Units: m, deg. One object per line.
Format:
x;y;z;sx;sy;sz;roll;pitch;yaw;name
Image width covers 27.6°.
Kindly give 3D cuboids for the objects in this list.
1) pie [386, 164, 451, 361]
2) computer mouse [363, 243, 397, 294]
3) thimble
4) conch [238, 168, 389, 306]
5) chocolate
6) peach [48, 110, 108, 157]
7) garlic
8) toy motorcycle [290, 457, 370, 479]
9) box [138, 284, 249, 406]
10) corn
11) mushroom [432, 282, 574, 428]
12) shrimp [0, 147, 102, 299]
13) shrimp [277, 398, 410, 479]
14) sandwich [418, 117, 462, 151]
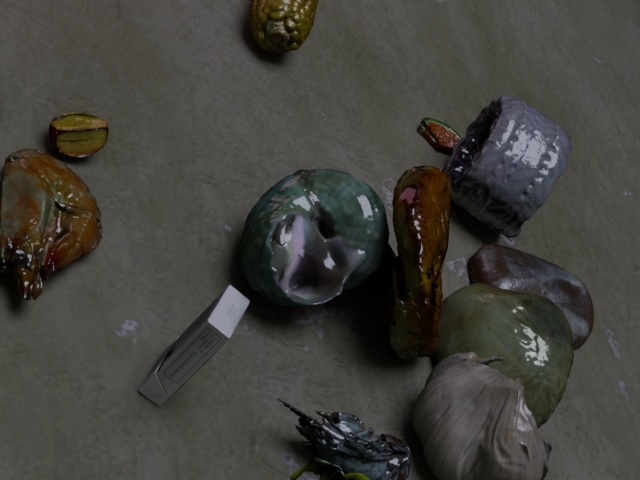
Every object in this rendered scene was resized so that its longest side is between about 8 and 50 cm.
0.143;0.039;1.923;0.085;0.308;0.308;5;36;6;pie
0.069;0.016;2.035;0.172;0.057;0.099;42;35;-2;computer mouse
0.330;-0.136;2.351;0.157;0.217;0.245;32;50;-8;thimble
0.000;0.000;1.882;0.277;0.195;0.220;21;42;-55;conch
0.378;0.082;2.258;0.254;0.080;0.157;24;36;-25;chocolate
-0.336;-0.143;1.804;0.077;0.050;0.083;18;23;6;peach
0.203;0.258;1.805;0.143;0.178;0.229;-16;37;-19;garlic
-0.024;0.351;1.471;0.342;0.142;0.206;4;47;-46;toy motorcycle
-0.153;0.128;1.582;0.040;0.154;0.084;39;33;-11;box
-0.062;-0.455;2.400;0.120;0.120;0.363;30;33;-18;corn
0.284;0.153;2.001;0.189;0.164;0.267;33;34;-14;mushroom
-0.345;-0.016;1.642;0.154;0.062;0.294;34;31;-23;shrimp
0.032;0.258;1.682;0.233;0.090;0.079;35;65;-30;shrimp
0.229;-0.197;2.483;0.101;0.026;0.069;15;45;-31;sandwich
